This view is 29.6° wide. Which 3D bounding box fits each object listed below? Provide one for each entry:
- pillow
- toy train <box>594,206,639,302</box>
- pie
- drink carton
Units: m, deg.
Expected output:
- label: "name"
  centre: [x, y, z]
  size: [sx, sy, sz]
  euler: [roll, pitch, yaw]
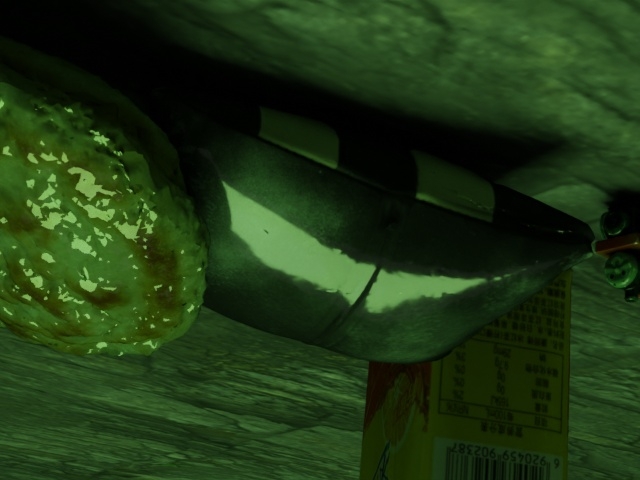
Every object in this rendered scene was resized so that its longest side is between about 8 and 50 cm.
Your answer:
- label: "pillow"
  centre: [0.000, 0.000, 0.678]
  size: [0.250, 0.106, 0.186]
  euler: [17, 152, -13]
- label: "toy train"
  centre: [0.204, 0.015, 0.729]
  size: [0.103, 0.064, 0.044]
  euler: [22, 155, -38]
- label: "pie"
  centre: [-0.166, -0.033, 0.602]
  size: [0.248, 0.090, 0.201]
  euler: [14, 139, 21]
- label: "drink carton"
  centre: [0.092, 0.196, 0.830]
  size: [0.111, 0.351, 0.154]
  euler: [10, 159, -12]
